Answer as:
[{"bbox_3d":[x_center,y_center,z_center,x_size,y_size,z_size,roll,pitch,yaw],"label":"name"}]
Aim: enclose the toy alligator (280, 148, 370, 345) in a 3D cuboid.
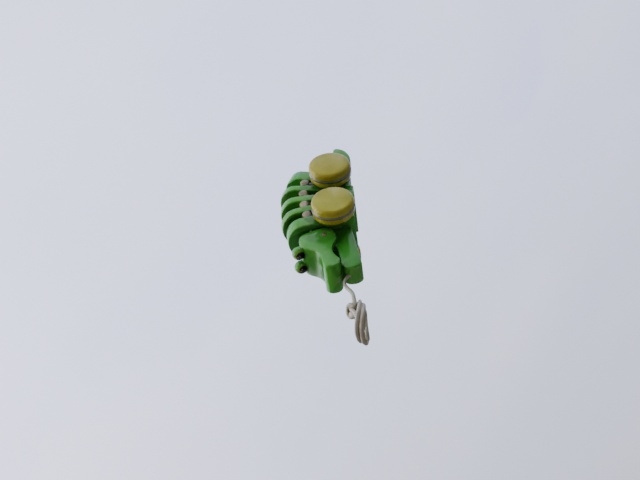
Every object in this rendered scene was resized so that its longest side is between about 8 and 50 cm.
[{"bbox_3d":[0.000,0.000,0.753,0.051,0.189,0.056,-7,-50,2],"label":"toy alligator"}]
